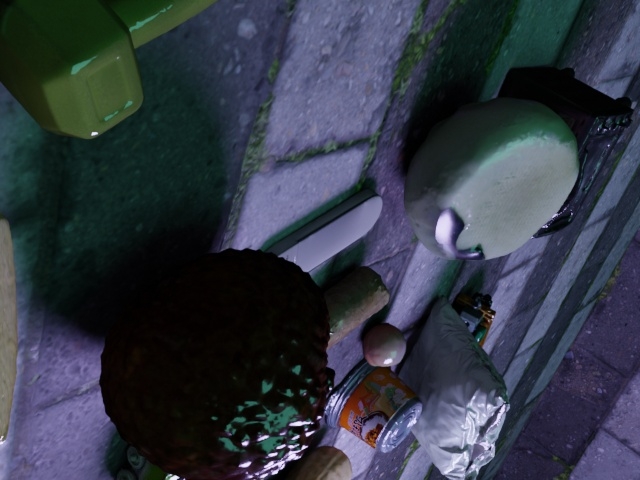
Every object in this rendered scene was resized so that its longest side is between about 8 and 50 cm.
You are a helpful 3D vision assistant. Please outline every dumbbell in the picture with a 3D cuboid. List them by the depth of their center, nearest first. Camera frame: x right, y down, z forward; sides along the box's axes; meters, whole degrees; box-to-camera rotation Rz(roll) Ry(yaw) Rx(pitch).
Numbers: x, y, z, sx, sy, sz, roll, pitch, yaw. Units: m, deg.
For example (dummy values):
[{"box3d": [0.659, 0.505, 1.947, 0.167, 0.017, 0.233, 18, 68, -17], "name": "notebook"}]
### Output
[{"box3d": [-0.103, -0.195, 0.608, 0.302, 0.108, 0.121, -40, 151, -24], "name": "dumbbell"}]

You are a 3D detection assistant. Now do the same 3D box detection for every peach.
[{"box3d": [0.114, 0.188, 1.430, 0.083, 0.083, 0.083, -38, 149, -28], "name": "peach"}]

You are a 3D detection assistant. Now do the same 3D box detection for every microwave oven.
[{"box3d": [0.385, -0.148, 1.348, 0.178, 0.188, 0.248, -19, 136, -49], "name": "microwave oven"}]

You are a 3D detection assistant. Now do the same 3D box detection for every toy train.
[{"box3d": [-0.198, 0.263, 1.017, 0.060, 0.081, 0.202, -6, 127, -54], "name": "toy train"}, {"box3d": [0.331, 0.195, 1.774, 0.136, 0.091, 0.228, -42, 151, -44], "name": "toy train"}]

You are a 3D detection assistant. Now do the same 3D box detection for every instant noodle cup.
[{"box3d": [0.113, 0.324, 1.530, 0.208, 0.125, 0.178, -25, 141, -44], "name": "instant noodle cup"}]

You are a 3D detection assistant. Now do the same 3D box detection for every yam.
[{"box3d": [-0.034, 0.148, 1.151, 0.356, 0.081, 0.081, -34, 147, -36], "name": "yam"}]

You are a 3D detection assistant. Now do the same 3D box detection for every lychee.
[{"box3d": [-0.103, 0.131, 0.849, 0.260, 0.260, 0.261, -38, 149, -28], "name": "lychee"}]

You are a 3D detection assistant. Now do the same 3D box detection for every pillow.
[{"box3d": [0.258, 0.300, 1.576, 0.138, 0.310, 0.284, 1, 120, -23], "name": "pillow"}]

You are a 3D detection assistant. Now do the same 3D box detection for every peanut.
[{"box3d": [-0.053, 0.498, 1.498, 0.274, 0.111, 0.125, -36, 164, -24], "name": "peanut"}]

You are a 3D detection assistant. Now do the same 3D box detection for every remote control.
[{"box3d": [0.000, 0.000, 1.093, 0.245, 0.022, 0.077, -33, 144, -34], "name": "remote control"}]

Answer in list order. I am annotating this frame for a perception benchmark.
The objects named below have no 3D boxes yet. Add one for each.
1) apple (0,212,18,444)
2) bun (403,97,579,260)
[{"box3d": [-0.291, 0.043, 0.445, 0.314, 0.252, 0.309, -43, 167, -27], "name": "apple"}, {"box3d": [0.240, -0.107, 1.202, 0.283, 0.179, 0.283, -19, 140, -16], "name": "bun"}]
